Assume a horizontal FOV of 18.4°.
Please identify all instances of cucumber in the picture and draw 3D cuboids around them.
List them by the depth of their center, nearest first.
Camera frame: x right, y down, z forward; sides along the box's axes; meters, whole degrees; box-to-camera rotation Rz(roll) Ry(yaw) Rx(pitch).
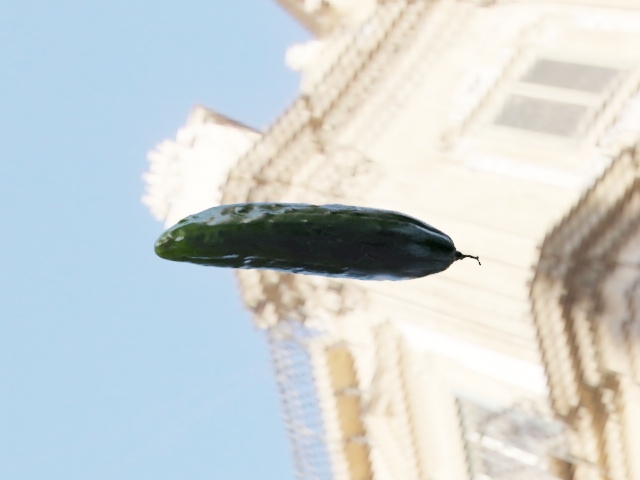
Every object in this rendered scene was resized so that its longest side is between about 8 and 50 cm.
[{"bbox_3d":[0.000,0.000,0.997,0.168,0.039,0.039,3,-81,-3],"label":"cucumber"}]
